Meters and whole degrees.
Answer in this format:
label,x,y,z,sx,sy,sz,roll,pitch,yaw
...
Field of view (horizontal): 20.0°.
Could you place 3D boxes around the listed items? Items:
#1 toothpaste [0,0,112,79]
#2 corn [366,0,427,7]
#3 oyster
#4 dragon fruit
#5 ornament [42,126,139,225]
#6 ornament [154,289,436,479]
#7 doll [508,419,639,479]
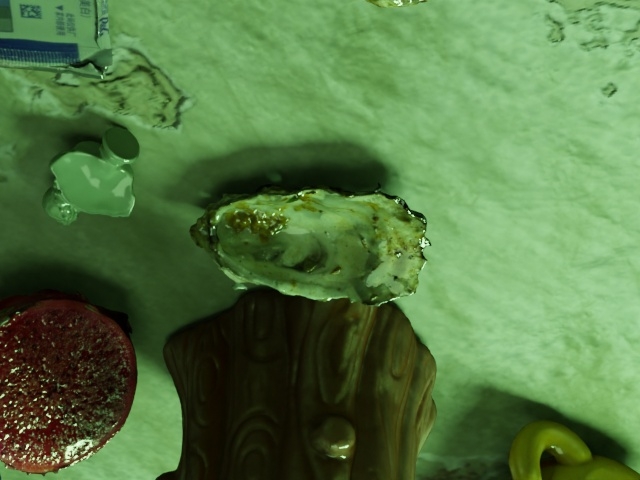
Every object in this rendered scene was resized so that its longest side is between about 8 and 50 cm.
label,x,y,z,sx,sy,sz,roll,pitch,yaw
toothpaste,-0.187,-0.193,1.130,0.099,0.068,0.282,30,151,14
corn,0.119,-0.212,1.076,0.237,0.079,0.079,-27,131,26
oyster,-0.008,-0.002,1.339,0.177,0.056,0.105,-5,132,8
dragon fruit,-0.227,0.095,1.446,0.153,0.111,0.153,-11,114,-25
ornament,-0.167,-0.043,1.309,0.092,0.041,0.068,-17,133,22
ornament,-0.011,0.173,1.416,0.235,0.217,0.221,18,136,-15
doll,0.192,0.291,1.591,0.167,0.162,0.269,-7,144,-38
